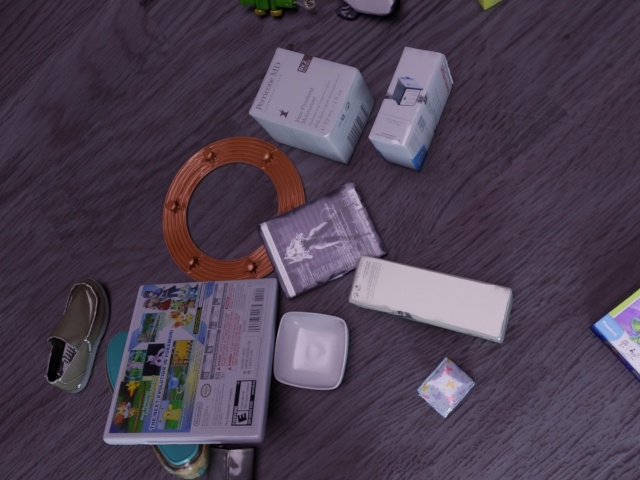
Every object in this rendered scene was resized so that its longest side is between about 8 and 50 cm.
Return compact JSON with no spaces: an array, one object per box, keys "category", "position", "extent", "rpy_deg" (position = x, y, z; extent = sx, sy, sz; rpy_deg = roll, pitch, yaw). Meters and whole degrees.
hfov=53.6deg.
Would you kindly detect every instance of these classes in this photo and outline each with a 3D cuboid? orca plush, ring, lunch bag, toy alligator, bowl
[{"category":"orca plush","position":[0.066,-0.569,1.372],"extent":[0.287,0.102,0.151],"rpy_deg":[23,131,31]},{"category":"ring","position":[-0.195,-0.066,1.354],"extent":[0.337,0.032,0.336],"rpy_deg":[-4,77,16]},{"category":"lunch bag","position":[0.223,0.262,1.133],"extent":[0.071,0.053,0.083],"rpy_deg":[40,82,19]},{"category":"toy alligator","position":[-0.090,-0.537,1.417],"extent":[0.190,0.056,0.051],"rpy_deg":[9,41,20]},{"category":"bowl","position":[-0.013,0.213,1.220],"extent":[0.142,0.053,0.142],"rpy_deg":[4,79,19]}]

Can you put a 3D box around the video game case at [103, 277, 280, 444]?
[{"category":"video game case","position":[-0.238,0.225,1.221],"extent":[0.300,0.036,0.329],"rpy_deg":[-4,55,10]}]

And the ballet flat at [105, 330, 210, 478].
[{"category":"ballet flat","position":[-0.324,0.329,1.259],"extent":[0.123,0.123,0.348],"rpy_deg":[-47,57,3]}]

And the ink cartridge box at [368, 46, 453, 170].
[{"category":"ink cartridge box","position":[0.177,-0.249,1.214],"extent":[0.082,0.139,0.190],"rpy_deg":[18,84,23]}]

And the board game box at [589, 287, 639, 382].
[{"category":"board game box","position":[0.643,0.197,0.996],"extent":[0.233,0.078,0.347],"rpy_deg":[-41,69,6]}]

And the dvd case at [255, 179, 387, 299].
[{"category":"dvd case","position":[0.000,0.000,1.265],"extent":[0.221,0.018,0.164],"rpy_deg":[-25,80,7]}]

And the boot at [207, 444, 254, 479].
[{"category":"boot","position":[-0.140,0.499,1.196],"extent":[0.190,0.076,0.208],"rpy_deg":[2,72,16]}]

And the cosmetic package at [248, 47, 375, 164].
[{"category":"cosmetic package","position":[-0.013,-0.268,1.274],"extent":[0.184,0.151,0.151],"rpy_deg":[21,84,21]}]

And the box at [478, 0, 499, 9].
[{"category":"box","position":[0.313,-0.589,1.290],"extent":[0.087,0.058,0.232],"rpy_deg":[-30,70,10]}]

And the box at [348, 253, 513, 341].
[{"category":"box","position":[0.200,0.105,1.145],"extent":[0.275,0.113,0.094],"rpy_deg":[13,83,21]}]

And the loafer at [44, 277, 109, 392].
[{"category":"loafer","position":[-0.530,0.204,1.372],"extent":[0.094,0.087,0.251],"rpy_deg":[4,79,19]}]
